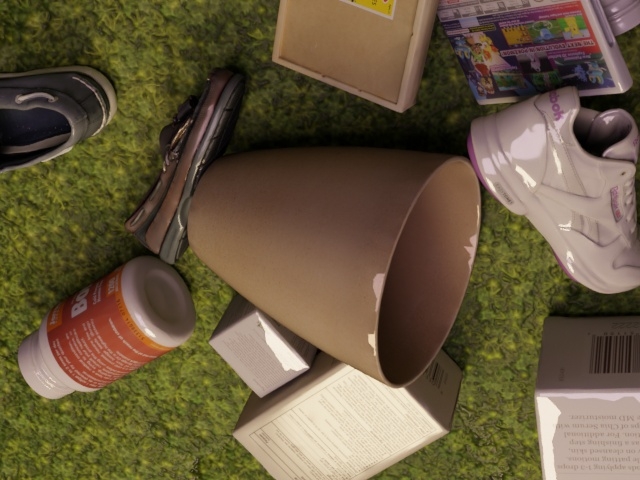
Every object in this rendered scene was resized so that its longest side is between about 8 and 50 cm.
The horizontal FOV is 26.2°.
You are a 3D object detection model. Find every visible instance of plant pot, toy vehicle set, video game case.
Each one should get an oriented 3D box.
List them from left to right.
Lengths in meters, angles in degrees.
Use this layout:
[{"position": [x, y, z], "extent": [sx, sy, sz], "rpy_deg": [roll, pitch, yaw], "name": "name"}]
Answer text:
[{"position": [0.000, 0.000, 1.509], "extent": [0.274, 0.256, 0.256], "rpy_deg": [17, 124, 24], "name": "plant pot"}, {"position": [0.044, -0.280, 1.405], "extent": [0.166, 0.035, 0.267], "rpy_deg": [25, 125, 21], "name": "toy vehicle set"}, {"position": [0.199, -0.224, 1.376], "extent": [0.201, 0.023, 0.183], "rpy_deg": [1, 126, 51], "name": "video game case"}]

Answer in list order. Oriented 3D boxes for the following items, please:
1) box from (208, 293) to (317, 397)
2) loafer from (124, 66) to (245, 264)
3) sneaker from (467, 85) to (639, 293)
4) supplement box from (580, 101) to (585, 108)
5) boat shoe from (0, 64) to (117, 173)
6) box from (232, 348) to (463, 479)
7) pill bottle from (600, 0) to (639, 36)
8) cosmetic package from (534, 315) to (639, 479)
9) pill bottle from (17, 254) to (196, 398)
[{"position": [-0.062, 0.111, 1.655], "extent": [0.087, 0.101, 0.102], "rpy_deg": [-32, 107, 29], "name": "box"}, {"position": [-0.163, -0.089, 1.573], "extent": [0.084, 0.096, 0.267], "rpy_deg": [27, 125, 6], "name": "loafer"}, {"position": [0.287, -0.047, 1.416], "extent": [0.152, 0.114, 0.305], "rpy_deg": [-29, 134, 27], "name": "sneaker"}, {"position": [0.238, -0.122, 1.464], "extent": [0.083, 0.055, 0.043], "rpy_deg": [-31, 107, 27], "name": "supplement box"}, {"position": [-0.396, -0.131, 1.605], "extent": [0.319, 0.099, 0.116], "rpy_deg": [-9, 117, 20], "name": "boat shoe"}, {"position": [0.035, 0.197, 1.664], "extent": [0.232, 0.127, 0.148], "rpy_deg": [-35, 106, 30], "name": "box"}, {"position": [0.261, -0.281, 1.344], "extent": [0.087, 0.087, 0.160], "rpy_deg": [-23, 112, 26], "name": "pill bottle"}, {"position": [0.388, 0.314, 1.615], "extent": [0.230, 0.161, 0.453], "rpy_deg": [-2, 119, 15], "name": "cosmetic package"}, {"position": [-0.270, 0.114, 1.702], "extent": [0.216, 0.121, 0.121], "rpy_deg": [-29, 109, 27], "name": "pill bottle"}]
